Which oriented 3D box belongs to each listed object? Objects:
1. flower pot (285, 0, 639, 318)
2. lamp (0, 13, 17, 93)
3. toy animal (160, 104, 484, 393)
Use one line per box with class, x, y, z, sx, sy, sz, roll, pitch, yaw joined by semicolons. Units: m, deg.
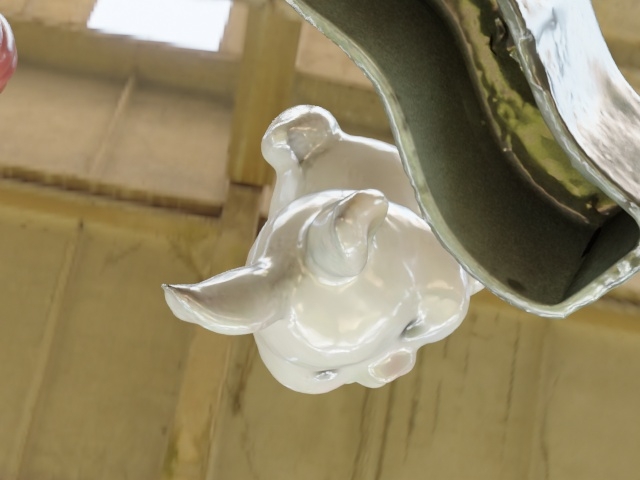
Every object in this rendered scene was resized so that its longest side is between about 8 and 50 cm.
flower pot;0.086;-0.082;0.702;0.229;0.103;0.108;57;-146;-5
lamp;-0.289;-0.142;1.105;0.107;0.107;0.092;-13;-118;-19
toy animal;0.006;0.008;1.224;0.241;0.196;0.367;57;-164;-5
